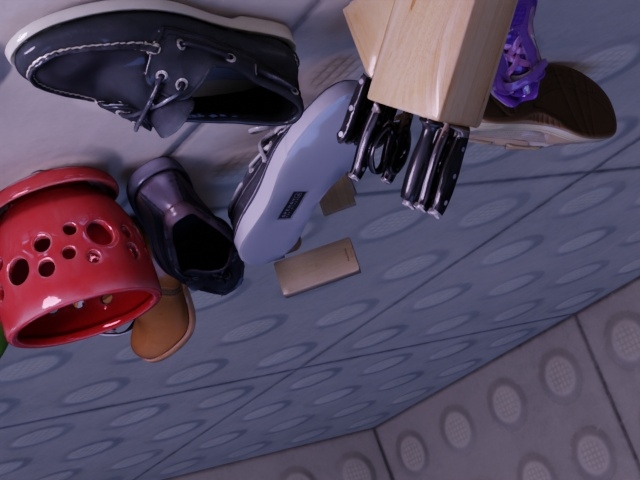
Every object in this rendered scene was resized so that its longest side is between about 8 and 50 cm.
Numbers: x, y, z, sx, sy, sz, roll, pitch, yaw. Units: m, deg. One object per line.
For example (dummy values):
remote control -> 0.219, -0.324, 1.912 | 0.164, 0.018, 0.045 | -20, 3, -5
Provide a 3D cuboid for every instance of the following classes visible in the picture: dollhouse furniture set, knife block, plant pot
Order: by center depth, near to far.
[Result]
knife block -> 0.134, -0.169, 1.381 | 0.275, 0.242, 0.088 | -31, 162, 32
plant pot -> -0.304, 0.018, 1.577 | 0.191, 0.174, 0.191 | -19, 163, -6
dollhouse furniture set -> 0.000, 0.000, 1.931 | 0.144, 0.151, 0.123 | -19, 164, 3

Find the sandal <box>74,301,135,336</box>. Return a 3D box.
sandal -> -0.323, 0.107, 2.017 | 0.102, 0.076, 0.265 | -17, 164, -11

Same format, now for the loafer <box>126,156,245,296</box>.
loafer -> -0.163, 0.008, 1.719 | 0.109, 0.095, 0.302 | -36, 148, -5

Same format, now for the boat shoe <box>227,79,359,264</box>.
boat shoe -> -0.032, -0.102, 1.637 | 0.113, 0.105, 0.306 | -3, 142, -30

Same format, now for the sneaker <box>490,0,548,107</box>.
sneaker -> 0.224, -0.227, 1.554 | 0.095, 0.104, 0.236 | -20, 163, 4

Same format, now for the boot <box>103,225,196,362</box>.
boot -> -0.272, 0.077, 1.878 | 0.220, 0.109, 0.283 | 0, 144, -38

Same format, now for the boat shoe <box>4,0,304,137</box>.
boat shoe -> -0.147, -0.156, 1.312 | 0.127, 0.113, 0.340 | -32, 160, 37

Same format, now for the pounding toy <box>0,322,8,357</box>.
pounding toy -> -0.473, 0.157, 1.849 | 0.237, 0.110, 0.183 | -38, 160, 7

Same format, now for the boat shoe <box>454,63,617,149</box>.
boat shoe -> 0.276, -0.173, 1.799 | 0.302, 0.109, 0.098 | -1, 161, -36
